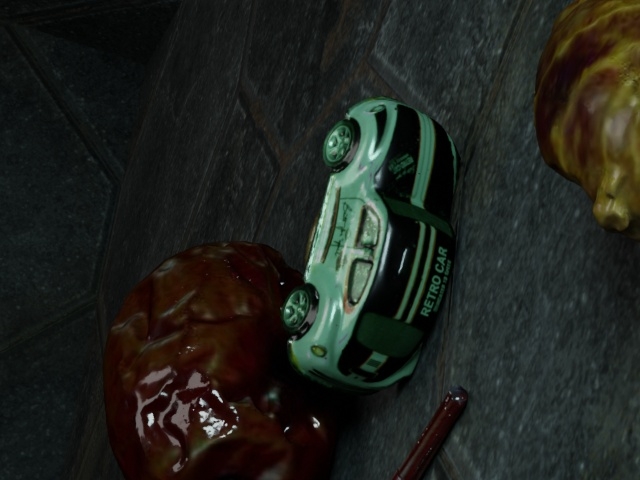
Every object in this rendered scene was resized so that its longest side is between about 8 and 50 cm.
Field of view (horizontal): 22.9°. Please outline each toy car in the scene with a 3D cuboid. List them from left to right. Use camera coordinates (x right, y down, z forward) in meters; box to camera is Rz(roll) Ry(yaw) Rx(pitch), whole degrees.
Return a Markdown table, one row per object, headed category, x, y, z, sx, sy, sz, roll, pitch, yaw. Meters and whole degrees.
| category | x | y | z | sx | sy | sz | roll | pitch | yaw |
| --- | --- | --- | --- | --- | --- | --- | --- | --- | --- |
| toy car | 0.068 | 0.004 | 1.579 | 0.125 | 0.136 | 0.306 | 3 | 74 | 55 |

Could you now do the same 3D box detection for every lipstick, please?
| category | x | y | z | sx | sy | sz | roll | pitch | yaw |
| --- | --- | --- | --- | --- | --- | --- | --- | --- | --- |
| lipstick | 0.093 | 0.204 | 1.478 | 0.027 | 0.027 | 0.176 | -96 | 29 | -53 |

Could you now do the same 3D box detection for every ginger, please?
| category | x | y | z | sx | sy | sz | roll | pitch | yaw |
| --- | --- | --- | --- | --- | --- | --- | --- | --- | --- |
| ginger | 0.254 | -0.129 | 1.037 | 0.357 | 0.152 | 0.274 | 159 | 126 | -68 |

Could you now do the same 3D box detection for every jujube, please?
| category | x | y | z | sx | sy | sz | roll | pitch | yaw |
| --- | --- | --- | --- | --- | --- | --- | --- | --- | --- |
| jujube | -0.108 | 0.160 | 1.784 | 0.377 | 0.276 | 0.276 | -107 | 36 | -60 |

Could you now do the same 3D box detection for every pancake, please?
| category | x | y | z | sx | sy | sz | roll | pitch | yaw |
| --- | --- | --- | --- | --- | --- | --- | --- | --- | --- |
| pancake | 0.001 | 0.000 | 2.014 | 0.115 | 0.011 | 0.115 | -164 | 90 | -76 |
